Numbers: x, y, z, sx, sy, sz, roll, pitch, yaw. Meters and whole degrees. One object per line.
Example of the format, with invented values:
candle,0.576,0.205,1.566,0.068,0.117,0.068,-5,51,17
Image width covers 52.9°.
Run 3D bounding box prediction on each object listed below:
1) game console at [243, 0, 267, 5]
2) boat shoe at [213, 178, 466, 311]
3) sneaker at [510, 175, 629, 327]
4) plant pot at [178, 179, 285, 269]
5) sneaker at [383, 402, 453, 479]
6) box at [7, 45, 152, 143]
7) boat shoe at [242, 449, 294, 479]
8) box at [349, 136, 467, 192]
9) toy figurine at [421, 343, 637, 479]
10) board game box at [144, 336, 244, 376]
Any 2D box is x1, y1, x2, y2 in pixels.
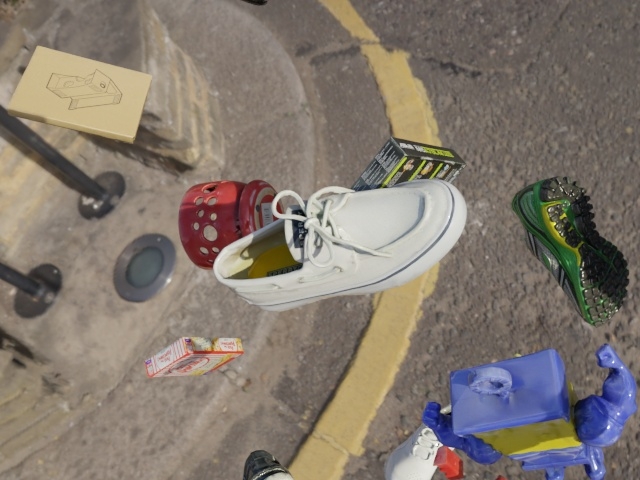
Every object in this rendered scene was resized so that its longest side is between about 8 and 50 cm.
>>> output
game console,-0.068,-0.160,0.282,0.107,0.122,0.071,14,92,65
boat shoe,-0.001,-0.007,0.843,0.367,0.156,0.136,-18,59,34
sneaker,0.514,0.023,1.323,0.134,0.344,0.146,-33,12,-20
plant pot,-0.176,-0.036,1.359,0.174,0.191,0.191,-5,61,23
sneaker,0.244,0.463,1.476,0.111,0.129,0.297,32,38,21
box,-0.404,-0.252,1.100,0.201,0.021,0.165,12,53,-12
boat shoe,-0.091,0.526,1.236,0.127,0.340,0.113,-27,42,-17
box,0.113,-0.067,0.990,0.191,0.184,0.045,-52,58,29
toy figurine,0.221,0.186,0.584,0.362,0.217,0.191,-21,37,35
board game box,-0.308,0.286,1.579,0.146,0.193,0.045,-33,64,29
